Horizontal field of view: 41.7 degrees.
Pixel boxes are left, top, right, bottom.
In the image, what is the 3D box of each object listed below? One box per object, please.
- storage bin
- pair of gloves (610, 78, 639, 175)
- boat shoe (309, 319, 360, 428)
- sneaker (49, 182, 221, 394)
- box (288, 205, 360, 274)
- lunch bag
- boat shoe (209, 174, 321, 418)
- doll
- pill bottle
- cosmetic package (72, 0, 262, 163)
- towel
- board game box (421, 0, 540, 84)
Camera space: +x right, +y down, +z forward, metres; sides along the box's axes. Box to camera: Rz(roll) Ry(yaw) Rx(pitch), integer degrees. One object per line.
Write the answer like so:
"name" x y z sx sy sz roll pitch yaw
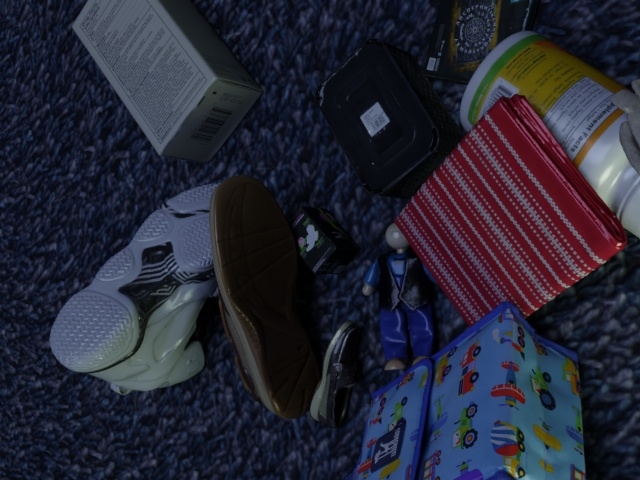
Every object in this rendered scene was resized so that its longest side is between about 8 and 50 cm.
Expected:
"storage bin" 0.089 -0.155 1.087 0.122 0.084 0.180 -39 66 27
"pair of gloves" 0.411 -0.095 0.806 0.240 0.042 0.204 -23 66 -13
"boat shoe" 0.030 0.182 1.134 0.049 0.056 0.152 25 112 29
"sneaker" -0.217 0.081 1.268 0.366 0.210 0.137 -44 59 -13
"box" 0.000 0.000 1.155 0.052 0.062 0.083 -51 62 24
"lunch bag" 0.142 0.240 0.962 0.293 0.138 0.221 -34 30 38
"boat shoe" -0.098 0.079 1.161 0.123 0.123 0.342 3 114 52
"doll" 0.113 0.069 1.082 0.129 0.046 0.189 -10 80 24
"pill bottle" 0.284 -0.112 0.914 0.246 0.136 0.136 43 111 29
"cosmetic package" -0.245 -0.284 1.314 0.160 0.113 0.309 -47 62 24
"towel" 0.200 -0.014 0.944 0.199 0.031 0.275 56 147 12
"board game box" 0.207 -0.285 1.045 0.126 0.026 0.186 20 99 34
